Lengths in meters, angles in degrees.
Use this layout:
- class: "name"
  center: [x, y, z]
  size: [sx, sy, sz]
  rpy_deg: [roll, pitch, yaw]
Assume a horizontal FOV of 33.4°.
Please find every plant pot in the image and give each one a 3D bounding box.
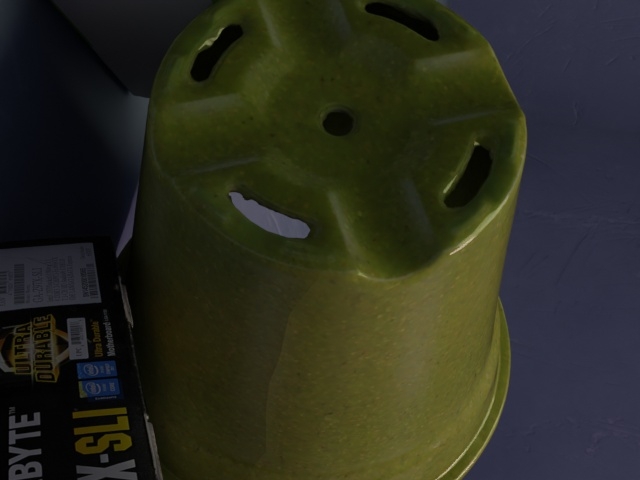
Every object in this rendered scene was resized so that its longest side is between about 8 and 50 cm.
- class: "plant pot"
  center: [0.000, 0.000, 0.605]
  size: [0.254, 0.276, 0.276]
  rpy_deg: [100, 3, -58]

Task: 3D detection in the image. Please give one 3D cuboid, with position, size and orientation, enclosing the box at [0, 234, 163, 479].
- class: "box"
  center: [-0.111, 0.196, 0.514]
  size: [0.257, 0.079, 0.321]
  rpy_deg: [-122, -151, -58]

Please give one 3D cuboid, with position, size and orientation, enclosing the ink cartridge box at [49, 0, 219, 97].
- class: "ink cartridge box"
  center: [-0.070, -0.244, 0.650]
  size: [0.198, 0.115, 0.272]
  rpy_deg: [54, 43, -74]
